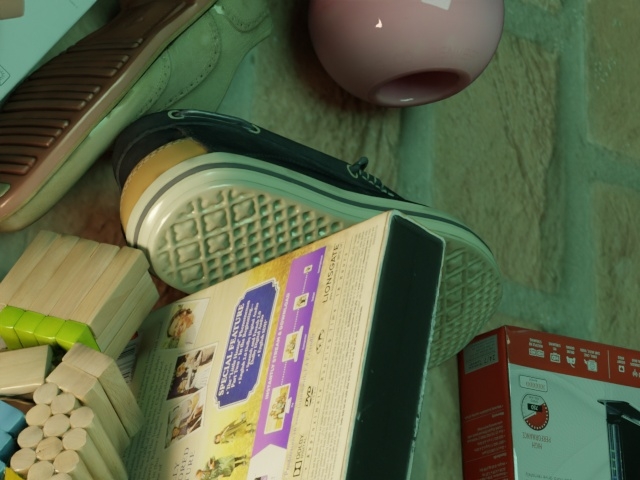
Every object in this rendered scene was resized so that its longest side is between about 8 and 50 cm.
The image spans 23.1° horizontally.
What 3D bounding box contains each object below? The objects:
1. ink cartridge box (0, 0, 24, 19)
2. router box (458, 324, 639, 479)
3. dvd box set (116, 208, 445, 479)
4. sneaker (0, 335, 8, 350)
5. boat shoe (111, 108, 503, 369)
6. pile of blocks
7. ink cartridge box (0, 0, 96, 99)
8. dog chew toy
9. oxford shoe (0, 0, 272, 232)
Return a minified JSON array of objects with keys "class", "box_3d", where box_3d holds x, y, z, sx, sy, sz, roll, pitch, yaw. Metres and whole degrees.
[{"class":"ink cartridge box","box_3d":[-0.380,-0.237,1.226,0.283,0.207,0.117,-11,82,-13]},{"class":"router box","box_3d":[0.307,0.266,1.686,0.335,0.082,0.301,12,66,-33]},{"class":"dvd box set","box_3d":[-0.082,0.174,1.217,0.062,0.420,0.307,28,58,-30]},{"class":"sneaker","box_3d":[-0.337,0.111,1.284,0.081,0.080,0.211,51,42,-2]},{"class":"boat shoe","box_3d":[0.000,0.000,1.484,0.500,0.187,0.156,21,24,-45]},{"class":"pile of blocks","box_3d":[-0.210,0.157,1.235,0.112,0.149,0.362,71,16,-45]},{"class":"ink cartridge box","box_3d":[-0.287,-0.262,1.462,0.165,0.065,0.332,45,54,-12]},{"class":"dog chew toy","box_3d":[0.077,-0.313,1.657,0.207,0.206,0.331,3,71,-36]},{"class":"oxford shoe","box_3d":[-0.168,-0.130,1.457,0.397,0.140,0.146,-50,128,-26]}]
